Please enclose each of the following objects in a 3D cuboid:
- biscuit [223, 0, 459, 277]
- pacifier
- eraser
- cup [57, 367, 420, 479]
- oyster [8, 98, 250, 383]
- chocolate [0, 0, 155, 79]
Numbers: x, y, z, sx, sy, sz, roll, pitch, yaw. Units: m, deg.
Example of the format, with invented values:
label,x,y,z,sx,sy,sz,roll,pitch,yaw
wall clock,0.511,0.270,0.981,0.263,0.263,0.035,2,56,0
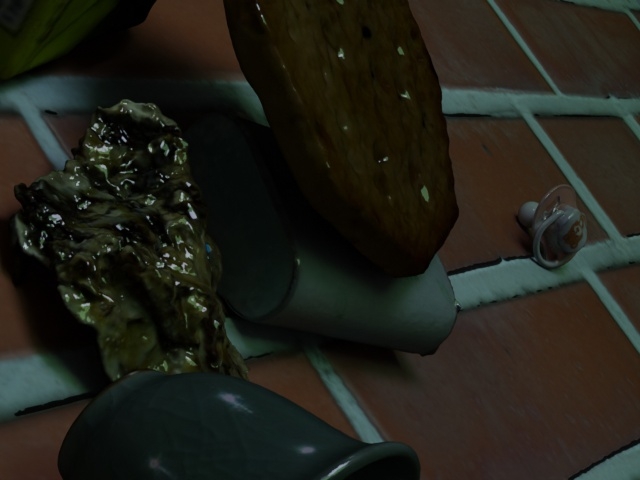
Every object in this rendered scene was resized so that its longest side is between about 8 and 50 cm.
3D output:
label,x,y,z,sx,sy,sz,roll,pitch,yaw
biscuit,0.015,-0.140,1.424,0.359,0.046,0.359,47,32,-43
pacifier,0.236,-0.016,1.960,0.078,0.081,0.099,28,-24,42
eraser,0.000,0.000,1.451,0.227,0.081,0.174,17,42,-55
cup,-0.065,0.145,1.015,0.150,0.199,0.199,40,17,24
oyster,-0.104,0.027,1.224,0.223,0.083,0.214,52,24,-14
chocolate,-0.150,-0.287,1.351,0.137,0.301,0.289,36,21,2
